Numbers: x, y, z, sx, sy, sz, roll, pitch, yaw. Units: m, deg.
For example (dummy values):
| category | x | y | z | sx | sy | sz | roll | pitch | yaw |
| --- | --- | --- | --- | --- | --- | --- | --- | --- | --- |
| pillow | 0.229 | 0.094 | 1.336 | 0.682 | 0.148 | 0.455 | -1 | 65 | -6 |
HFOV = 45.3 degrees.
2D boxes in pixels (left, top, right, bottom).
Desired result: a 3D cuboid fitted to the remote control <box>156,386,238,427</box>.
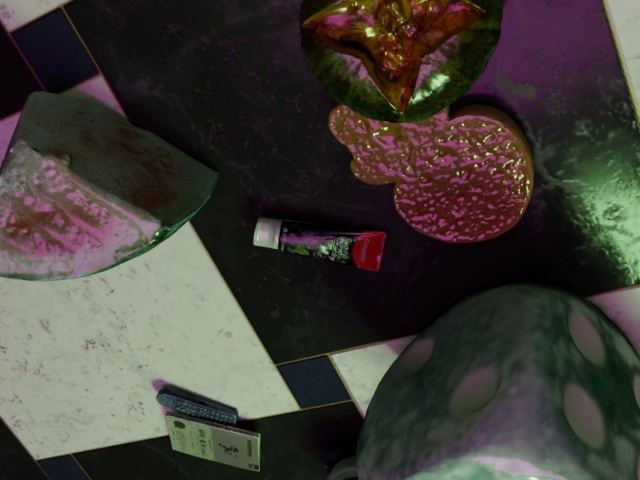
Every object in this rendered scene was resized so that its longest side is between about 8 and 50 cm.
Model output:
| category | x | y | z | sx | sy | sz | roll | pitch | yaw |
| --- | --- | --- | --- | --- | --- | --- | --- | --- | --- |
| remote control | -0.225 | 0.303 | 1.398 | 0.152 | 0.027 | 0.044 | 20 | 121 | 2 |

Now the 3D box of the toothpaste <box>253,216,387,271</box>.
| category | x | y | z | sx | sy | sz | roll | pitch | yaw |
| --- | --- | --- | --- | --- | --- | --- | --- | --- | --- |
| toothpaste | 0.000 | 0.000 | 1.133 | 0.193 | 0.045 | 0.071 | 11 | 124 | 2 |

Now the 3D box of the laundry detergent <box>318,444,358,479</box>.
| category | x | y | z | sx | sy | sz | roll | pitch | yaw |
| --- | --- | --- | --- | --- | --- | --- | --- | --- | --- |
| laundry detergent | 0.100 | 0.427 | 1.272 | 0.215 | 0.280 | 0.105 | -47 | 134 | 2 |

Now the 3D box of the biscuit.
| category | x | y | z | sx | sy | sz | roll | pitch | yaw |
| --- | --- | --- | --- | --- | --- | --- | --- | --- | --- |
| biscuit | 0.148 | -0.111 | 1.016 | 0.288 | 0.044 | 0.202 | 32 | 124 | -3 |

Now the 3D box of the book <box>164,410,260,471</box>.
| category | x | y | z | sx | sy | sz | roll | pitch | yaw |
| --- | --- | --- | --- | --- | --- | --- | --- | --- | --- |
| book | -0.198 | 0.376 | 1.429 | 0.181 | 0.014 | 0.127 | 12 | 135 | 8 |

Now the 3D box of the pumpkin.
| category | x | y | z | sx | sy | sz | roll | pitch | yaw |
| --- | --- | --- | --- | --- | --- | --- | --- | --- | --- |
| pumpkin | 0.091 | -0.254 | 0.872 | 0.237 | 0.159 | 0.238 | 4 | 116 | 8 |

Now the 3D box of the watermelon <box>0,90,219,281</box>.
| category | x | y | z | sx | sy | sz | roll | pitch | yaw |
| --- | --- | --- | --- | --- | --- | --- | --- | --- | --- |
| watermelon | -0.358 | -0.086 | 1.097 | 0.387 | 0.228 | 0.259 | -8 | 109 | 15 |

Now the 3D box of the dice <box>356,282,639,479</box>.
| category | x | y | z | sx | sy | sz | roll | pitch | yaw |
| --- | --- | --- | --- | --- | --- | --- | --- | --- | --- |
| dice | 0.273 | 0.283 | 1.055 | 0.328 | 0.348 | 0.330 | 44 | 128 | -13 |
